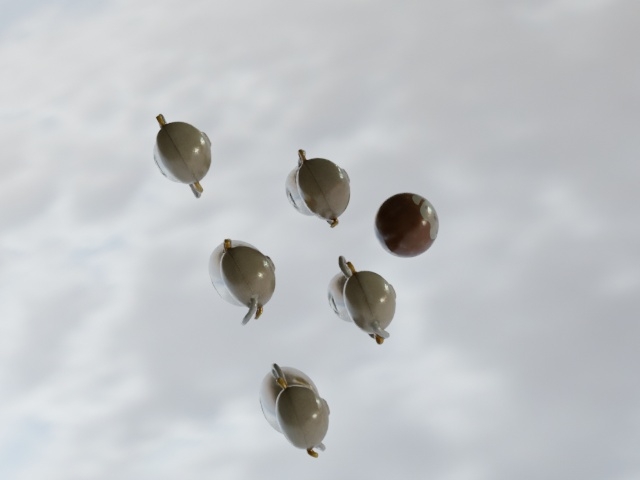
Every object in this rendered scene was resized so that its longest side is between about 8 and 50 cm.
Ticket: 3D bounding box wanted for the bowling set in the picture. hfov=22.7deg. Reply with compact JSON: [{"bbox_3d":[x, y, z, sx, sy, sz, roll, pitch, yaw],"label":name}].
[{"bbox_3d":[0.000,0.000,1.233,0.199,0.287,0.154,-27,-176,-6],"label":"bowling set"}]
